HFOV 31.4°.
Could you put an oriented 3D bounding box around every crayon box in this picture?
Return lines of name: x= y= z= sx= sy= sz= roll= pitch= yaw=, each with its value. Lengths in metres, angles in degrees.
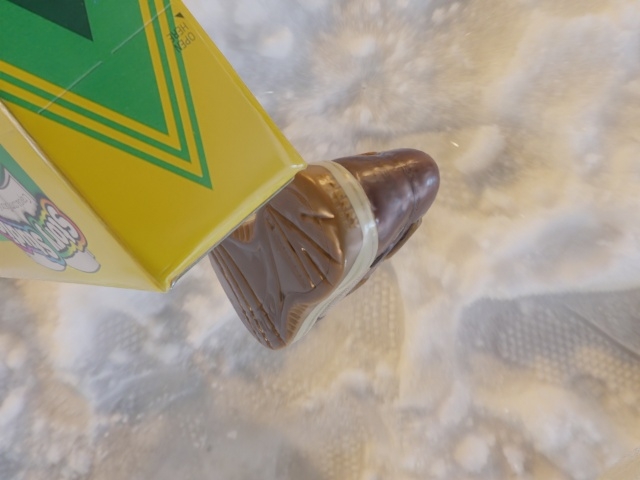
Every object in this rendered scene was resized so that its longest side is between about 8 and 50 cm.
crayon box: x=-0.210 y=-0.121 z=0.629 sx=0.106 sy=0.363 sz=0.313 roll=-46 pitch=110 yaw=-20

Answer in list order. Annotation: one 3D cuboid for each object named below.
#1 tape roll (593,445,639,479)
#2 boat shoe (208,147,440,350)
tape roll: x=0.196 y=0.159 z=0.328 sx=0.246 sy=0.246 sz=0.169 roll=-20 pitch=104 yaw=5
boat shoe: x=0.000 y=0.000 z=0.939 sx=0.123 sy=0.342 sz=0.123 roll=-27 pitch=83 yaw=-22
